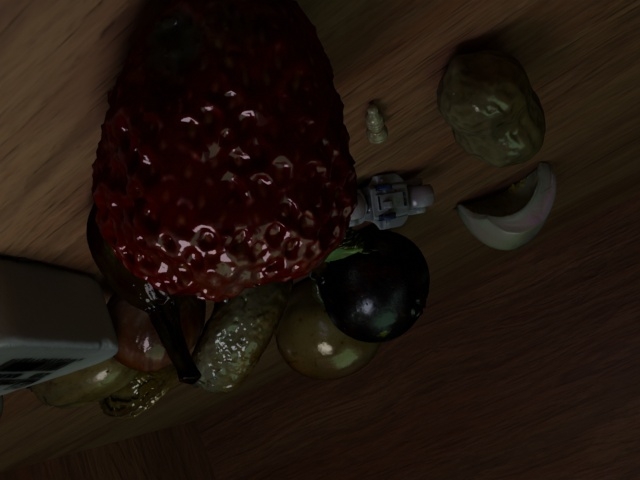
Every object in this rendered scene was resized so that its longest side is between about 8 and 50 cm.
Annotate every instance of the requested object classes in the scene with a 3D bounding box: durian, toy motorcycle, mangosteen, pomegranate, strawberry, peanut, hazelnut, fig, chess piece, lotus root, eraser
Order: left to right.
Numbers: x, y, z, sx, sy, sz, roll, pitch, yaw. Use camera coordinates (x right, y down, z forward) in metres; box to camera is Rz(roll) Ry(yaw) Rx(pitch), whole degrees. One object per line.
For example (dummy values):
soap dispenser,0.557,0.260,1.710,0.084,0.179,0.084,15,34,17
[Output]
eraser,-0.485,0.150,1.131,0.331,0.150,0.331,-23,166,-6
lotus root,-0.511,0.285,1.540,0.284,0.146,0.160,-26,176,0
hazelnut,-0.316,0.144,1.325,0.214,0.176,0.214,-53,160,-29
fig,-0.211,0.028,0.925,0.190,0.290,0.190,-13,138,-12
strawberry,-0.092,-0.079,0.724,0.292,0.292,0.310,-19,171,-17
durian,0.000,-0.010,1.401,0.220,0.137,0.095,-4,122,-37
pomegranate,0.032,0.233,1.891,0.319,0.319,0.319,-22,164,-7
mangosteen,0.120,0.105,1.665,0.288,0.288,0.288,-22,164,-7
chess piece,0.085,-0.184,1.069,0.035,0.035,0.092,-24,161,1
toy motorcycle,0.115,-0.076,1.374,0.254,0.112,0.112,-11,160,-35
peanut,0.275,-0.196,1.076,0.143,0.159,0.291,-53,159,6

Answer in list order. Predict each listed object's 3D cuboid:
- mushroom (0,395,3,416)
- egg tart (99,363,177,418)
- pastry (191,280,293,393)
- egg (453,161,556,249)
mushroom,-0.742,0.376,1.360,0.243,0.243,0.243,-22,164,-7
egg tart,-0.450,0.315,1.673,0.241,0.241,0.106,-27,128,13
pastry,-0.163,0.171,1.420,0.136,0.329,0.329,25,150,-7
egg,0.505,-0.063,1.812,0.271,0.162,0.206,-23,163,3
